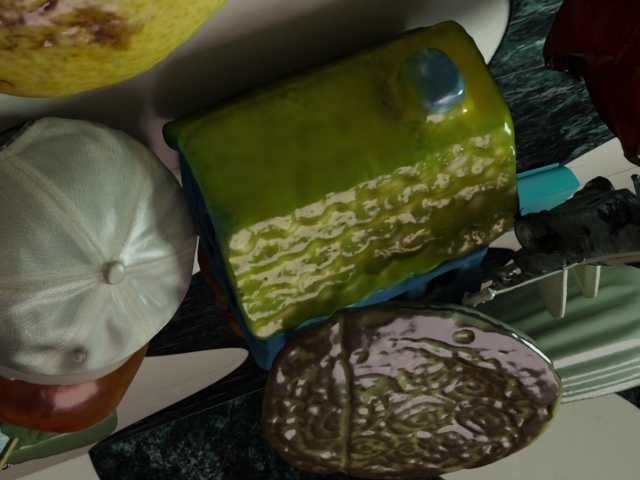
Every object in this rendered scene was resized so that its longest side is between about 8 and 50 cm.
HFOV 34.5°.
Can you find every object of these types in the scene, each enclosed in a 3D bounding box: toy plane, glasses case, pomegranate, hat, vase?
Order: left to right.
[{"bbox_3d":[-0.253,0.085,0.955,0.191,0.191,0.191,-21,168,-5],"label":"pomegranate"},{"bbox_3d":[-0.182,0.035,0.768,0.232,0.161,0.275,-32,155,-21],"label":"hat"},{"bbox_3d":[0.227,-0.046,1.497,0.301,0.070,0.117,-13,159,-29],"label":"glasses case"},{"bbox_3d":[0.188,0.086,0.887,0.248,0.128,0.128,-20,168,3],"label":"vase"},{"bbox_3d":[0.204,-0.008,0.726,0.192,0.088,0.262,-27,174,-19],"label":"toy plane"}]

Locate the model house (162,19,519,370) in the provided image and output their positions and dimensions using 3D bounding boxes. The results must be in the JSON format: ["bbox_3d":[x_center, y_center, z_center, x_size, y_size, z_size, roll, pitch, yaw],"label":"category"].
[{"bbox_3d":[0.017,-0.046,0.818,0.237,0.216,0.303,-22,162,-8],"label":"model house"}]

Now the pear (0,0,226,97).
[{"bbox_3d":[-0.084,-0.137,0.338,0.178,0.178,0.178,-21,168,-5],"label":"pear"}]

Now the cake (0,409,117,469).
[{"bbox_3d":[-0.376,0.176,1.196,0.283,0.158,0.172,-10,162,-34],"label":"cake"}]

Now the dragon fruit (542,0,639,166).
[{"bbox_3d":[0.288,-0.157,0.723,0.250,0.250,0.315,-18,169,-18],"label":"dragon fruit"}]

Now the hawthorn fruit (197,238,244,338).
[{"bbox_3d":[0.000,0.000,1.059,0.251,0.199,0.199,-43,177,-24],"label":"hawthorn fruit"}]

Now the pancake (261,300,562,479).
[{"bbox_3d":[0.072,0.132,0.825,0.250,0.031,0.250,-2,137,-2],"label":"pancake"}]

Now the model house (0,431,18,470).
[{"bbox_3d":[-0.400,0.178,1.017,0.178,0.206,0.271,-27,166,24],"label":"model house"}]
